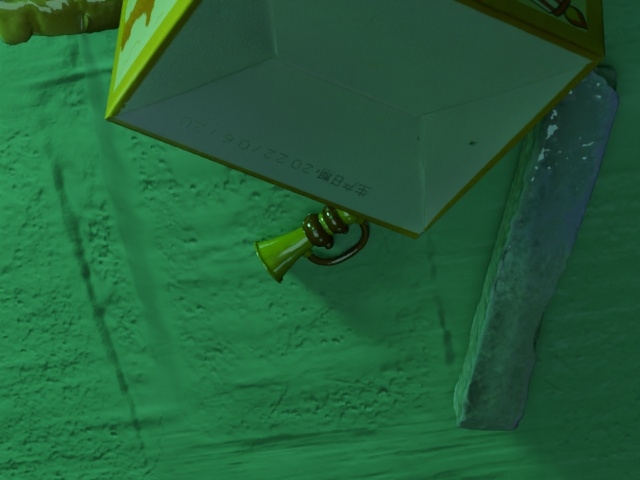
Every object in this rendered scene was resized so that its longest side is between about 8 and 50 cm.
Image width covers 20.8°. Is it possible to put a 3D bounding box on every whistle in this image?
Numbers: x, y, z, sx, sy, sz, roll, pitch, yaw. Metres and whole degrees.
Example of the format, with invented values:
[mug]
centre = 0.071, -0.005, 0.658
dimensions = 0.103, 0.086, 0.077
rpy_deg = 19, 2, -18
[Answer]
[whistle]
centre = -0.002, 0.002, 1.651
dimensions = 0.109, 0.046, 0.057
rpy_deg = -27, 95, 11

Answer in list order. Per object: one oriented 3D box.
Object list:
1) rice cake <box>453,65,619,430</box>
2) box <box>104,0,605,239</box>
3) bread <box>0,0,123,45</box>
[rice cake]
centre = 0.198, 0.006, 1.617
dimensions = 0.070, 0.064, 0.399
rpy_deg = 9, 117, -9
[box]
centre = 0.025, -0.188, 1.315
dimensions = 0.283, 0.214, 0.259
rpy_deg = 20, 139, -22
[bread]
centre = -0.170, -0.294, 1.441
dimensions = 0.246, 0.111, 0.239
rpy_deg = -11, 119, -4
